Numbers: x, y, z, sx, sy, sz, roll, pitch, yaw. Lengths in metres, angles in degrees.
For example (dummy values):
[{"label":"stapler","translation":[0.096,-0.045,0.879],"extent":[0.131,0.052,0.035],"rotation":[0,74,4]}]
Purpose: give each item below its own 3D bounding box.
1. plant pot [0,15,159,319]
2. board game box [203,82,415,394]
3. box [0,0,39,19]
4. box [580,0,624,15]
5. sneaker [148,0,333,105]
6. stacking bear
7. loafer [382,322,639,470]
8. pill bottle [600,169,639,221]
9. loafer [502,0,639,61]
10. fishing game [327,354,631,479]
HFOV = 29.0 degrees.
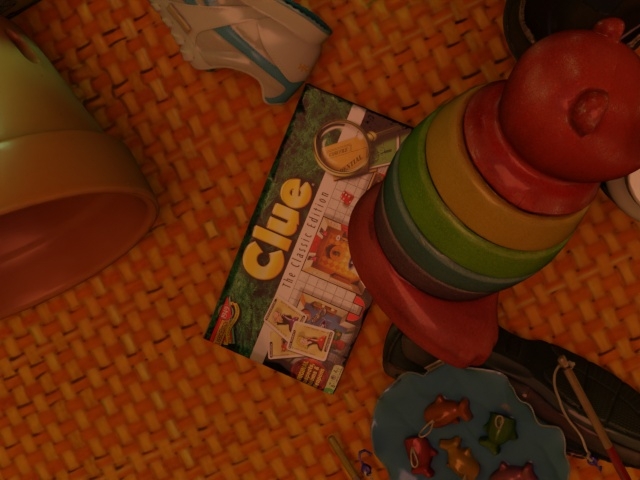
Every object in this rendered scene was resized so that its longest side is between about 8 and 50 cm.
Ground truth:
[{"label":"plant pot","translation":[-0.312,-0.060,1.064],"extent":[0.291,0.291,0.203],"rotation":[-28,79,11]},{"label":"board game box","translation":[0.000,0.000,1.142],"extent":[0.136,0.030,0.259],"rotation":[23,100,7]},{"label":"box","translation":[-0.416,-0.300,1.087],"extent":[0.279,0.177,0.290],"rotation":[-27,92,11]},{"label":"box","translation":[0.128,-0.487,0.773],"extent":[0.480,0.297,0.471],"rotation":[24,130,-19]},{"label":"sneaker","translation":[-0.108,-0.205,1.102],"extent":[0.229,0.087,0.092],"rotation":[30,102,5]},{"label":"stacking bear","translation":[0.150,-0.052,0.959],"extent":[0.164,0.175,0.289],"rotation":[32,142,-6]},{"label":"loafer","translation":[0.181,0.137,1.113],"extent":[0.268,0.096,0.084],"rotation":[28,120,11]},{"label":"pill bottle","translation":[0.279,-0.062,1.021],"extent":[0.094,0.169,0.094],"rotation":[1,98,7]},{"label":"loafer","translation":[0.290,-0.281,1.011],"extent":[0.134,0.130,0.366],"rotation":[42,101,1]},{"label":"fishing game","translation":[0.128,0.191,1.091],"extent":[0.264,0.041,0.189],"rotation":[-21,104,33]}]
